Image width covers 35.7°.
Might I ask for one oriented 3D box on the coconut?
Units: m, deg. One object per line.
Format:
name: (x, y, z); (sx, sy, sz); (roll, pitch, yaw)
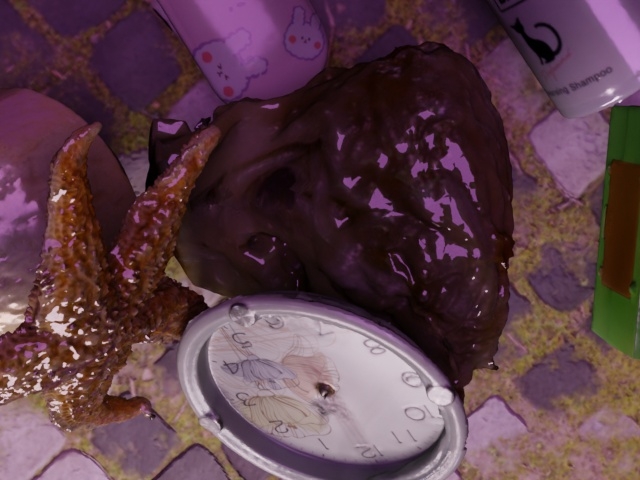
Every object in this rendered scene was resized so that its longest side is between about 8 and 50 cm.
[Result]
coconut: (-0.258, -0.004, 0.812); (0.259, 0.259, 0.259); (-1, 99, -4)

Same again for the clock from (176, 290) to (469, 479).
clock: (0.003, 0.115, 0.777); (0.236, 0.053, 0.236); (11, 136, 11)

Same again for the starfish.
starfish: (-0.148, 0.045, 0.708); (0.060, 0.299, 0.302); (41, 124, 29)

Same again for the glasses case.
glasses case: (-0.101, -0.248, 0.850); (0.113, 0.075, 0.297); (-32, 101, 0)

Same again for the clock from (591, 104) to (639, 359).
clock: (0.395, -0.009, 0.908); (0.255, 0.106, 0.220); (1, 99, -4)

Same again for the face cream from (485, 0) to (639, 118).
face cream: (0.162, -0.290, 0.828); (0.145, 0.145, 0.370); (-37, 99, 2)

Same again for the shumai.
shumai: (-0.003, 0.000, 0.810); (0.283, 0.217, 0.346); (5, 121, -10)
